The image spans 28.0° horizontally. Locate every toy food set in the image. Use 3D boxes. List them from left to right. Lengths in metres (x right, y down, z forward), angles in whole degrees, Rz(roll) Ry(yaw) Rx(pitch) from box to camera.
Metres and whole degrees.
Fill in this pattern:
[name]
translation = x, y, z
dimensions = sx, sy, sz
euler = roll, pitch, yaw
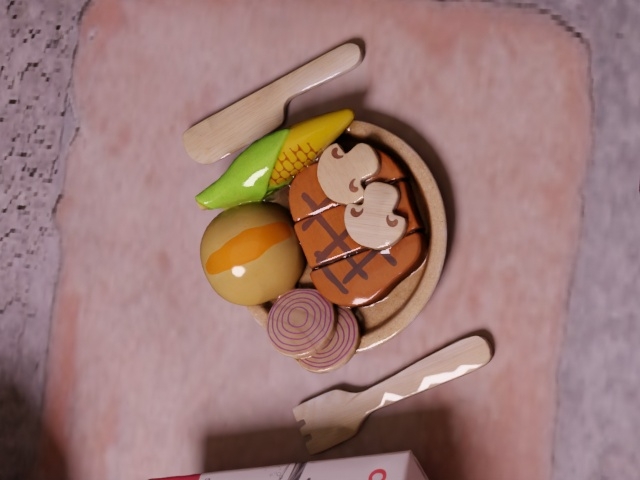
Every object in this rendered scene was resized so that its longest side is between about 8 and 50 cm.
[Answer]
[toy food set]
translation = 0.000, 0.000, 0.656
dimensions = 0.132, 0.038, 0.192
euler = -29, 75, 19

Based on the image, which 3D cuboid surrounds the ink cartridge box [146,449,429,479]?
[ink cartridge box]
translation = -0.020, 0.165, 0.610
dimensions = 0.150, 0.063, 0.109
euler = -11, 38, 23
